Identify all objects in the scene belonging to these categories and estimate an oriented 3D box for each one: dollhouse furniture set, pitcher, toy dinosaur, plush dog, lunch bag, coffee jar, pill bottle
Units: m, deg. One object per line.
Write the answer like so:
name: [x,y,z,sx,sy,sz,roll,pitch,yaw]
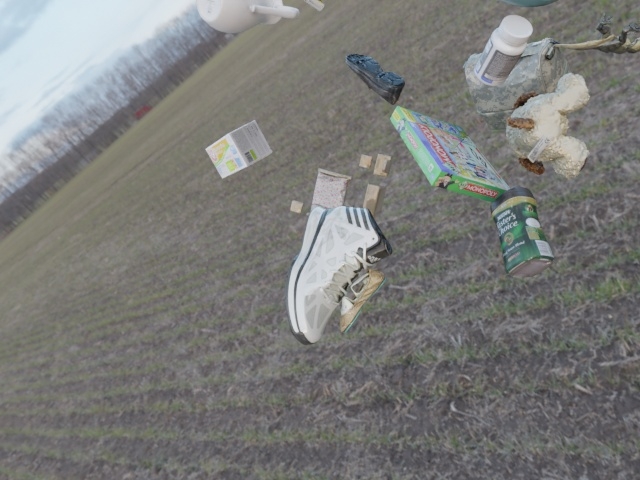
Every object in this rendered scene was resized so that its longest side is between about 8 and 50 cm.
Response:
dollhouse furniture set: [0.062,-0.210,2.006,0.174,0.355,0.304,-25,-51,-73]
pitcher: [-0.167,-0.549,1.233,0.177,0.126,0.207,23,29,31]
toy dinosaur: [0.791,-0.555,1.435,0.118,0.268,0.064,94,177,-70]
plush dog: [0.565,-0.289,1.388,0.210,0.263,0.225,-2,2,0]
lunch bag: [0.651,-0.524,1.725,0.305,0.256,0.213,9,69,48]
coffee jar: [0.423,-0.020,1.117,0.096,0.079,0.185,124,149,-54]
pill bottle: [0.393,-0.408,1.131,0.078,0.078,0.137,-52,-9,-25]

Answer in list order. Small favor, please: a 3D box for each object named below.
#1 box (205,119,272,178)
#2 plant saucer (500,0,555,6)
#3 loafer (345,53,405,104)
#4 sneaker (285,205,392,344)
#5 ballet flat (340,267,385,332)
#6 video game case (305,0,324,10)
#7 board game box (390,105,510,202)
box: [-0.258,-0.280,1.639,0.103,0.114,0.203,-35,13,-29]
plant saucer: [0.382,-0.596,1.135,0.318,0.317,0.044,-61,-1,-40]
loafer: [0.121,-0.381,1.238,0.062,0.170,0.061,-31,-28,-29]
sneaker: [0.061,0.082,1.517,0.257,0.169,0.448,-6,58,31]
ballet flat: [0.102,0.165,1.505,0.206,0.067,0.073,-54,7,-6]
video game case: [-0.101,-0.747,1.462,0.026,0.206,0.227,-47,44,28]
board game box: [0.318,-0.219,1.317,0.046,0.213,0.317,-61,29,33]
